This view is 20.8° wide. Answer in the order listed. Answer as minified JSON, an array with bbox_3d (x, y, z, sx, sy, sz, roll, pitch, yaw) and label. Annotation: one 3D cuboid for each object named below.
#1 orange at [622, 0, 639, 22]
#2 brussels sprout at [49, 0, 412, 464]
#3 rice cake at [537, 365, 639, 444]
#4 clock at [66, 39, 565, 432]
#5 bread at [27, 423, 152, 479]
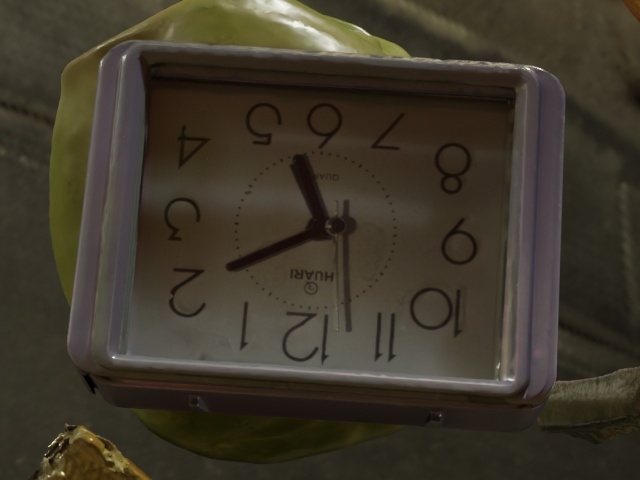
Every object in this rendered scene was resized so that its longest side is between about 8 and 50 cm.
[{"bbox_3d":[0.286,-0.211,1.047,0.246,0.246,0.246,21,55,-32],"label":"orange"},{"bbox_3d":[-0.028,-0.011,1.167,0.328,0.247,0.328,1,83,-5],"label":"brussels sprout"},{"bbox_3d":[0.199,0.114,1.233,0.036,0.206,0.047,19,76,-11],"label":"rice cake"},{"bbox_3d":[0.000,0.001,0.716,0.193,0.073,0.145,3,76,1],"label":"clock"},{"bbox_3d":[-0.164,0.272,1.537,0.111,0.239,0.246,-44,91,-15],"label":"bread"}]
